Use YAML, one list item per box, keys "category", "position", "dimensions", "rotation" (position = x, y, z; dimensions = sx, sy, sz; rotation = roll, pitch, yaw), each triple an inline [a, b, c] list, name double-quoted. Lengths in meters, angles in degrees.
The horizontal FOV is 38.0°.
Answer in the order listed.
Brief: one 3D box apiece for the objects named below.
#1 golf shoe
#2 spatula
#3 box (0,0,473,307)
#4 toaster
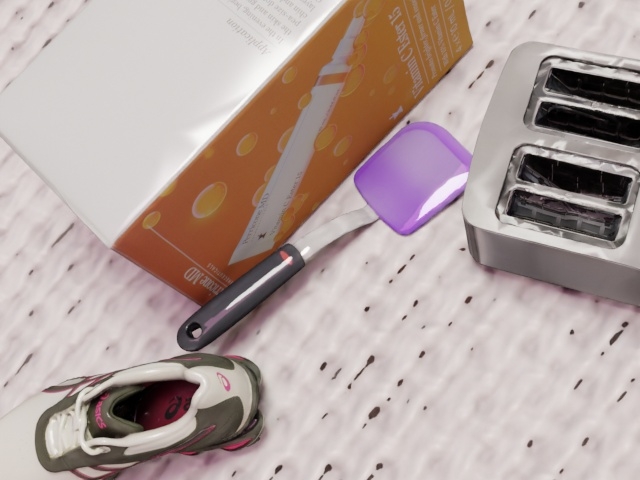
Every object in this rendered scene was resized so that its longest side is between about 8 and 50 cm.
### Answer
- category: "golf shoe"
  position: [-0.184, 0.147, 0.761]
  dimensions: [0.272, 0.120, 0.105]
  rotation: [-20, 70, 9]
- category: "spatula"
  position: [0.000, 0.000, 0.793]
  dimensions: [0.296, 0.030, 0.084]
  rotation: [-35, 66, -11]
- category: "box"
  position: [-0.058, -0.137, 0.766]
  dimensions: [0.345, 0.215, 0.168]
  rotation: [-46, 68, -3]
- category: "toaster"
  position: [0.201, -0.054, 0.728]
  dimensions: [0.185, 0.110, 0.168]
  rotation: [16, 76, 19]
